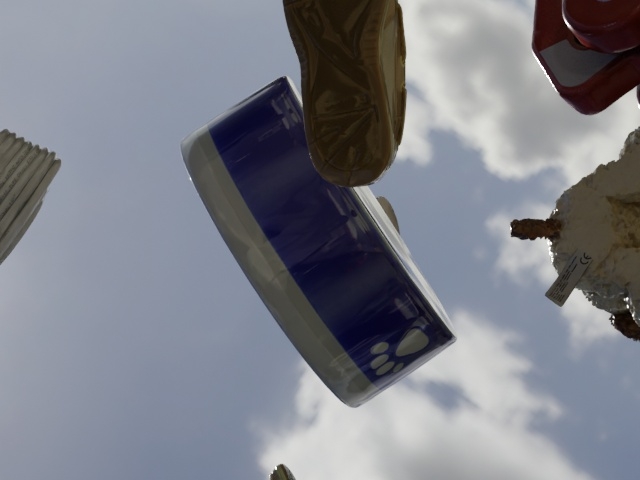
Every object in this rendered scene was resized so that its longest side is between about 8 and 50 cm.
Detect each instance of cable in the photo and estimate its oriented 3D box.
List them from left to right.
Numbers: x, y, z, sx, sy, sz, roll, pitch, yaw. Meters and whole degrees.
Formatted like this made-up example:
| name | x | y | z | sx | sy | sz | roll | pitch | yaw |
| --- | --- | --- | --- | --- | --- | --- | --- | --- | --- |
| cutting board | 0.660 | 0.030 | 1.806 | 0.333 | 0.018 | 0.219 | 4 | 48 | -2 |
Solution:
| name | x | y | z | sx | sy | sz | roll | pitch | yaw |
| --- | --- | --- | --- | --- | --- | --- | --- | --- | --- |
| cable | -0.359 | 0.001 | 1.714 | 0.089 | 0.257 | 0.257 | 37 | 179 | -10 |

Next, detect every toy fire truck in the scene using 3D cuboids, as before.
| name | x | y | z | sx | sy | sz | roll | pitch | yaw |
| --- | --- | --- | --- | --- | --- | --- | --- | --- | --- |
| toy fire truck | 0.312 | -0.252 | 1.498 | 0.169 | 0.302 | 0.254 | 40 | -160 | -37 |

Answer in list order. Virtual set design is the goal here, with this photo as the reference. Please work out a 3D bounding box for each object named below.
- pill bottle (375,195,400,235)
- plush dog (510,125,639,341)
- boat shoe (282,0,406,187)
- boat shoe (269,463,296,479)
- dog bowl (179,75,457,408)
| name | x | y | z | sx | sy | sz | roll | pitch | yaw |
| --- | --- | --- | --- | --- | --- | --- | --- | --- | --- |
| pill bottle | 0.004 | 0.002 | 1.836 | 0.086 | 0.152 | 0.086 | -14 | -90 | -68 |
| plush dog | 0.353 | 0.012 | 2.076 | 0.211 | 0.262 | 0.225 | -7 | 161 | 17 |
| boat shoe | 0.016 | -0.112 | 0.943 | 0.063 | 0.170 | 0.059 | -1 | 177 | 13 |
| boat shoe | -0.035 | 0.319 | 1.864 | 0.056 | 0.048 | 0.153 | 41 | -148 | -73 |
| dog bowl | 0.000 | 0.000 | 1.406 | 0.265 | 0.104 | 0.265 | 57 | -175 | -7 |
